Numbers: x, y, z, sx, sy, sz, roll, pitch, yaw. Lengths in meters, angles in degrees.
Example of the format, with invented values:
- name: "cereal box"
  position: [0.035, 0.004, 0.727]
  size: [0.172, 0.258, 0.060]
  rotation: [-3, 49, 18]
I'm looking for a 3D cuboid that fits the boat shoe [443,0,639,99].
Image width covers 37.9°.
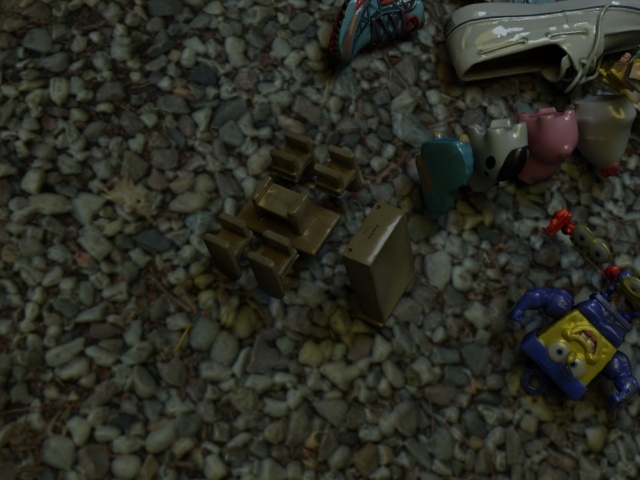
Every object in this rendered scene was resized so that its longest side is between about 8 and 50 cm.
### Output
- name: "boat shoe"
  position: [0.387, -0.298, 1.488]
  size: [0.366, 0.136, 0.157]
  rotation: [-4, 68, -8]

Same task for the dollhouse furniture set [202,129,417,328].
- name: "dollhouse furniture set"
  position: [0.000, 0.000, 1.322]
  size: [0.242, 0.161, 0.212]
  rotation: [23, 63, 25]

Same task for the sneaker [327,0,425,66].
- name: "sneaker"
  position: [0.107, -0.370, 1.489]
  size: [0.125, 0.104, 0.262]
  rotation: [30, 66, 2]

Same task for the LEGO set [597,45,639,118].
- name: "LEGO set"
  position: [0.507, -0.255, 1.419]
  size: [0.107, 0.287, 0.132]
  rotation: [-47, 58, 11]

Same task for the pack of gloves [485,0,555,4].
- name: "pack of gloves"
  position: [0.333, -0.477, 1.615]
  size: [0.195, 0.046, 0.232]
  rotation: [29, 67, -11]

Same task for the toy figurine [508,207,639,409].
- name: "toy figurine"
  position: [0.389, 0.156, 1.326]
  size: [0.217, 0.191, 0.362]
  rotation: [-44, 87, 8]

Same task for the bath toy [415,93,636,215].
- name: "bath toy"
  position: [0.320, -0.132, 1.414]
  size: [0.348, 0.151, 0.129]
  rotation: [-15, 106, -18]
